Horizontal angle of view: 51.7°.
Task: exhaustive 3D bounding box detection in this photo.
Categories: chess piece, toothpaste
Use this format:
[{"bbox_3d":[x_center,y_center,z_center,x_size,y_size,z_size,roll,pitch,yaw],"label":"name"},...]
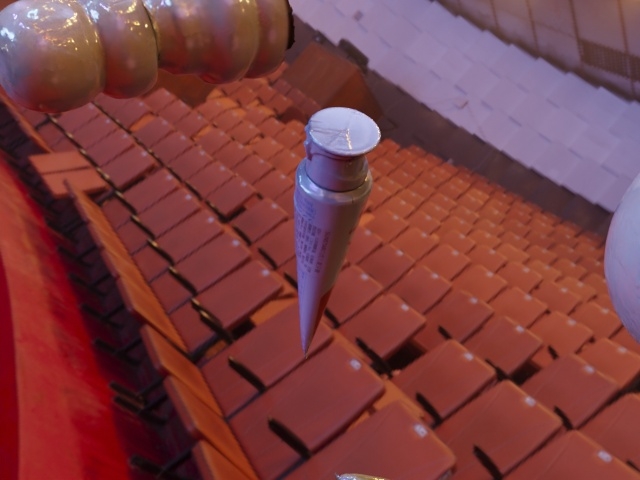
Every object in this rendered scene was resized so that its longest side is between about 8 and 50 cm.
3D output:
[{"bbox_3d":[-0.169,-0.194,0.615,0.143,0.261,0.142,37,-41,42],"label":"chess piece"},{"bbox_3d":[0.000,0.000,0.538,0.057,0.089,0.234,7,-42,-5],"label":"toothpaste"}]

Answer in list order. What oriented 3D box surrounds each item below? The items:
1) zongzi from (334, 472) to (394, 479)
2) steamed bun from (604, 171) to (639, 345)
[{"bbox_3d":[0.128,0.414,1.001,0.198,0.099,0.194,23,-16,30],"label":"zongzi"},{"bbox_3d":[0.537,-0.007,0.853,0.374,0.374,0.241,43,14,-38],"label":"steamed bun"}]
